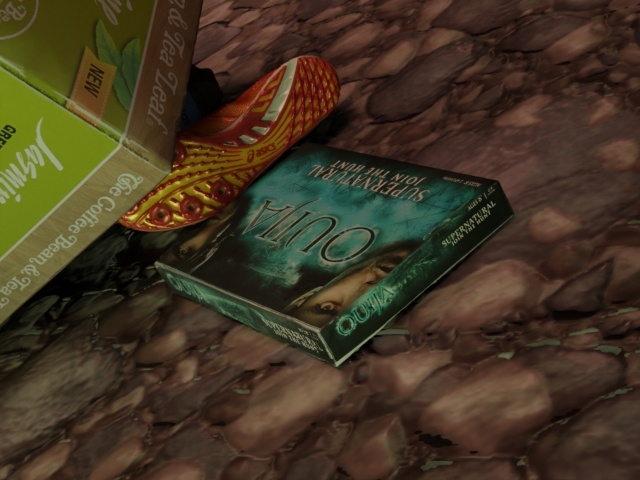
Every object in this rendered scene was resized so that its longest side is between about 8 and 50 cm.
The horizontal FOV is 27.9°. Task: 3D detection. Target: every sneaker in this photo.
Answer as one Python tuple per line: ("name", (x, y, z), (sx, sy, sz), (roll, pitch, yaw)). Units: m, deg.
("sneaker", (-0.060, -0.058, 0.852), (0.175, 0.064, 0.067), (-33, 3, -15))
("sneaker", (-0.134, -0.102, 0.993), (0.084, 0.058, 0.152), (-42, 24, -30))

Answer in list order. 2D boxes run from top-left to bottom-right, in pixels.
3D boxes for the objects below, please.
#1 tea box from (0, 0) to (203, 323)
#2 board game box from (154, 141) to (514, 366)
("tea box", (-0.262, -0.175, 0.830), (0.220, 0.324, 0.329), (-37, 34, 33))
("board game box", (0.000, 0.000, 0.702), (0.126, 0.026, 0.186), (-39, 27, -20))
